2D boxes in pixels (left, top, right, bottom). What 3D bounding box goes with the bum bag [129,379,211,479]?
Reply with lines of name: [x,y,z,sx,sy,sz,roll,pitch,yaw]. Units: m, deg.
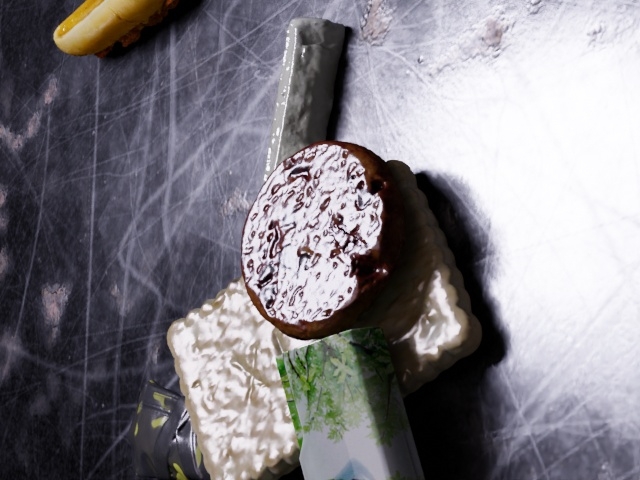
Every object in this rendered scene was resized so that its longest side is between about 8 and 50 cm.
bum bag: [-0.124,0.207,1.361,0.232,0.060,0.107,6,84,49]

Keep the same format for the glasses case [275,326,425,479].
glasses case: [0.039,0.216,1.117,0.095,0.062,0.272,-22,78,28]

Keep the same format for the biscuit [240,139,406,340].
biscuit: [0.000,0.000,1.205,0.192,0.049,0.192,-21,56,35]

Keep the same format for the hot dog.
hot dog: [-0.231,-0.279,1.581,0.249,0.102,0.076,-26,104,45]

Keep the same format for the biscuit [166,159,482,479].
biscuit: [-0.006,0.090,1.236,0.325,0.044,0.217,-38,56,24]

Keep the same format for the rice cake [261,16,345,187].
rice cake: [-0.023,-0.100,1.329,0.057,0.052,0.256,8,87,19]
